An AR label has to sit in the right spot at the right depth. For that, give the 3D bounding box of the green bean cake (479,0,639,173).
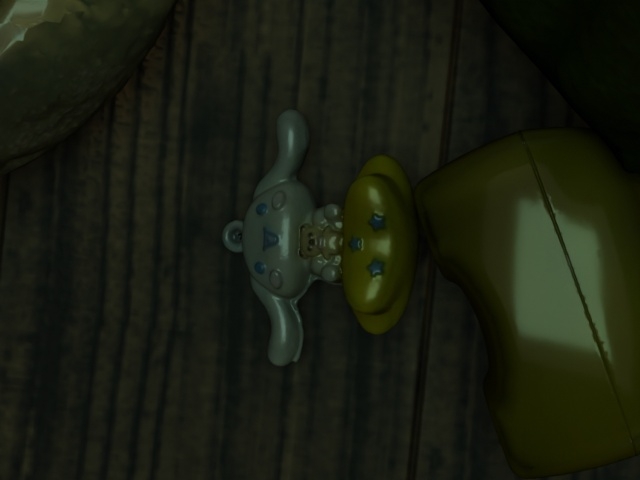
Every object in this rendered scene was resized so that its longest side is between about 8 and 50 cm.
[{"bbox_3d":[0.201,-0.231,0.757,0.335,0.218,0.319,-23,75,-15],"label":"green bean cake"}]

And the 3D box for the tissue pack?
[{"bbox_3d":[0.131,0.027,0.822,0.127,0.123,0.178,-20,88,8],"label":"tissue pack"}]

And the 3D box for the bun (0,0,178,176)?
[{"bbox_3d":[-0.245,-0.194,0.801,0.365,0.219,0.365,0,94,6],"label":"bun"}]

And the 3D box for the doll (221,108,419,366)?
[{"bbox_3d":[0.000,-0.008,0.868,0.113,0.071,0.135,-22,82,22],"label":"doll"}]
